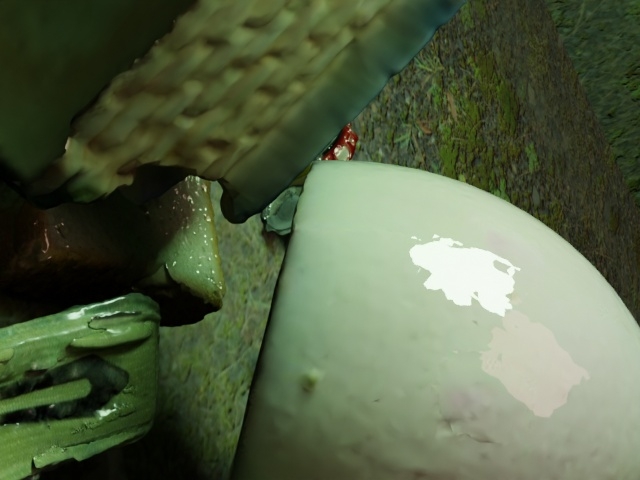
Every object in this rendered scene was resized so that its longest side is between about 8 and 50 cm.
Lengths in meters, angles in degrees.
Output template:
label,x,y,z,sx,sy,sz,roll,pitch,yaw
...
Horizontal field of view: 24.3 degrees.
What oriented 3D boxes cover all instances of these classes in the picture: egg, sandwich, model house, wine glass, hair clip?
label,x,y,z,sx,sy,sz,roll,pitch,yaw
egg,0.114,0.132,1.191,0.354,0.339,0.355,13,90,-89
sandwich,-0.202,-0.060,1.306,0.288,0.099,0.254,16,61,-59
model house,-0.096,-0.251,1.217,0.400,0.395,0.445,17,28,-54
wine glass,0.000,0.000,1.710,0.155,0.072,0.072,44,37,-46
hair clip,-0.242,0.121,1.122,0.321,0.091,0.138,-14,109,-58

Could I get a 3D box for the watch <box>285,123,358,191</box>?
label,x,y,z,sx,sy,sz,roll,pitch,yaw
watch,-0.065,-0.172,1.681,0.268,0.102,0.165,45,38,-31
